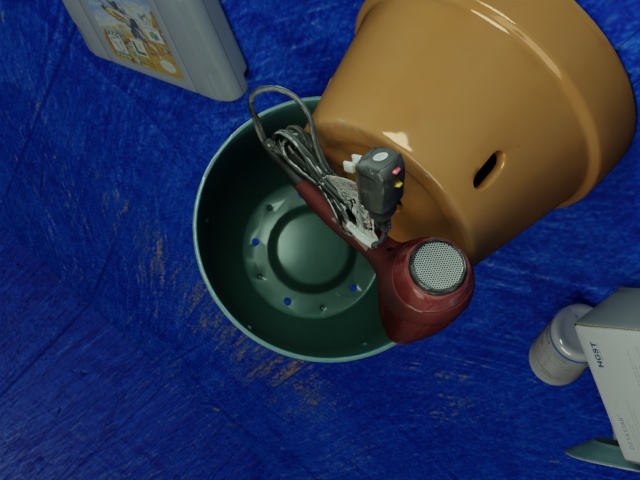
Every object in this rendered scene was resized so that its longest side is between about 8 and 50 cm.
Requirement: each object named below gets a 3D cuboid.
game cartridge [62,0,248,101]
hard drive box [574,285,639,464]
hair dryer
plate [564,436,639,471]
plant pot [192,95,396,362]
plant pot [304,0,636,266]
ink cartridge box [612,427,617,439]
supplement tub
[{"bbox_3d":[-0.232,-0.293,1.606,0.297,0.062,0.198,23,155,37],"label":"game cartridge"},{"bbox_3d":[0.396,0.148,1.294,0.232,0.089,0.181,2,120,55],"label":"hard drive box"},{"bbox_3d":[0.054,-0.009,1.149,0.223,0.080,0.293,38,156,50],"label":"hair dryer"},{"bbox_3d":[0.390,0.258,1.519,0.188,0.024,0.188,7,178,0],"label":"plate"},{"bbox_3d":[0.000,0.000,1.482,0.293,0.293,0.235,41,172,1],"label":"plant pot"},{"bbox_3d":[0.120,-0.103,1.196,0.291,0.203,0.291,33,156,17],"label":"plant pot"},{"bbox_3d":[0.379,0.195,1.485,0.029,0.062,0.115,1,162,-15],"label":"ink cartridge box"},{"bbox_3d":[0.292,0.123,1.488,0.071,0.071,0.107,38,158,9],"label":"supplement tub"}]
